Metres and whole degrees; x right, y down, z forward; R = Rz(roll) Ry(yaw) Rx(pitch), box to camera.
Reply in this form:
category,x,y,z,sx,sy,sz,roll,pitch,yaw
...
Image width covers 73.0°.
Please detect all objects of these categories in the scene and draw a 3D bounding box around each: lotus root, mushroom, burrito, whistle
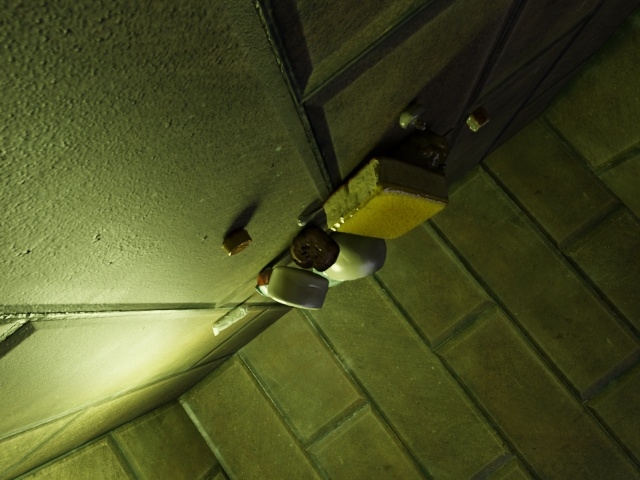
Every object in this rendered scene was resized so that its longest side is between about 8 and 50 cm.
category,x,y,z,sx,sy,sz,roll,pitch,yaw
lotus root,-0.023,0.044,1.708,0.193,0.193,0.291,-39,172,5
mushroom,0.277,-0.352,1.261,0.085,0.079,0.085,-40,170,-9
burrito,-0.430,0.373,2.067,0.203,0.064,0.064,-34,169,-9
whistle,-0.186,0.167,1.864,0.142,0.133,0.346,-42,179,6

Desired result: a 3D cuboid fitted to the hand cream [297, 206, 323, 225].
category,x,y,z,sx,sy,sz,roll,pitch,yaw
hand cream,-0.034,-0.086,1.523,0.057,0.037,0.165,-45,175,32

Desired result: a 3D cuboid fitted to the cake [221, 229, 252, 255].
category,x,y,z,sx,sy,sz,roll,pitch,yaw
cake,-0.232,0.005,1.194,0.084,0.044,0.084,-36,170,-7

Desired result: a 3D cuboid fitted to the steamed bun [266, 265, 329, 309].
category,x,y,z,sx,sy,sz,roll,pitch,yaw
steamed bun,-0.072,0.187,1.692,0.242,0.164,0.146,18,87,-40

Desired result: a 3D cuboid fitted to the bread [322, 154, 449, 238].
category,x,y,z,sx,sy,sz,roll,pitch,yaw
bread,0.222,-0.134,1.484,0.333,0.143,0.324,9,150,-35

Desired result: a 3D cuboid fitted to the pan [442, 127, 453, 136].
category,x,y,z,sx,sy,sz,roll,pitch,yaw
pan,0.458,-0.398,1.752,0.202,0.048,0.128,-42,170,30

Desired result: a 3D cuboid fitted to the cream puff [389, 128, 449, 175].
category,x,y,z,sx,sy,sz,roll,pitch,yaw
cream puff,0.366,-0.276,1.607,0.282,0.185,0.282,-37,167,-10

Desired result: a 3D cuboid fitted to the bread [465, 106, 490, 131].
category,x,y,z,sx,sy,sz,roll,pitch,yaw
bread,0.695,-0.534,1.904,0.083,0.070,0.076,-37,171,-18

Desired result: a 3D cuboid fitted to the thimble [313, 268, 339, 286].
category,x,y,z,sx,sy,sz,roll,pitch,yaw
thimble,0.078,0.129,2.307,0.250,0.205,0.172,-52,177,-29

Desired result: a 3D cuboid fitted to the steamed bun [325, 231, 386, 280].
category,x,y,z,sx,sy,sz,roll,pitch,yaw
steamed bun,0.148,0.046,2.049,0.325,0.206,0.324,-15,-166,4
